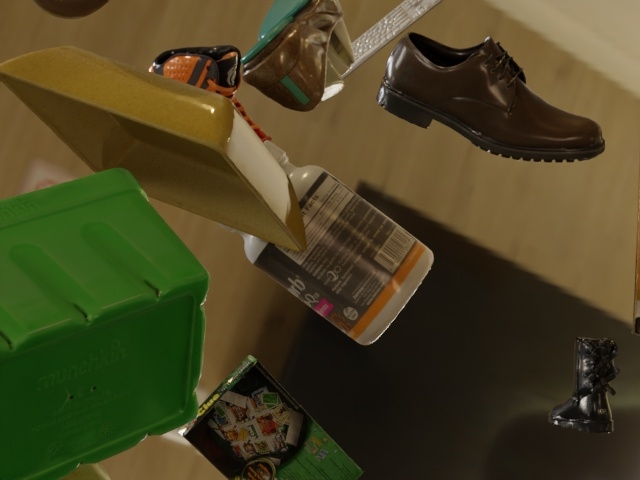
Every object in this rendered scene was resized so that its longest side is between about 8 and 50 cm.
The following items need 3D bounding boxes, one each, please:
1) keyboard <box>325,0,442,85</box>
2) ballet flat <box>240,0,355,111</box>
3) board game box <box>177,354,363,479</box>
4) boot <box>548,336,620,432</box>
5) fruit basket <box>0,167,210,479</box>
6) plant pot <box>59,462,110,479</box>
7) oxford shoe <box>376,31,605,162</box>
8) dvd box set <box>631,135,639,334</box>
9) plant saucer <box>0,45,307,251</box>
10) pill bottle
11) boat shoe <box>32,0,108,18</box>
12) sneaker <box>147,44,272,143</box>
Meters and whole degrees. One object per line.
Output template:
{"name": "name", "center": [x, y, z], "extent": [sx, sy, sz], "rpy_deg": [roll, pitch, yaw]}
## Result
{"name": "keyboard", "center": [0.099, -0.319, 2.406], "extent": [0.014, 0.256, 0.072], "rpy_deg": [48, 8, -26]}
{"name": "ballet flat", "center": [-0.015, -0.238, 1.956], "extent": [0.124, 0.116, 0.342], "rpy_deg": [47, 19, -13]}
{"name": "board game box", "center": [-0.061, 0.275, 2.052], "extent": [0.259, 0.136, 0.030], "rpy_deg": [50, -13, -34]}
{"name": "boot", "center": [0.282, 0.153, 1.698], "extent": [0.045, 0.099, 0.121], "rpy_deg": [0, -2, -16]}
{"name": "fruit basket", "center": [-0.335, 0.086, 1.497], "extent": [0.392, 0.283, 0.392], "rpy_deg": [6, 26, -3]}
{"name": "plant pot", "center": [-0.452, 0.345, 1.961], "extent": [0.275, 0.274, 0.293], "rpy_deg": [7, -18, 43]}
{"name": "oxford shoe", "center": [0.169, -0.139, 1.510], "extent": [0.227, 0.096, 0.083], "rpy_deg": [20, 28, 10]}
{"name": "dvd box set", "center": [0.539, -0.077, 1.918], "extent": [0.308, 0.420, 0.062], "rpy_deg": [3, -26, 11]}
{"name": "plant saucer", "center": [-0.186, -0.124, 1.932], "extent": [0.333, 0.081, 0.333], "rpy_deg": [20, -15, 24]}
{"name": "pill bottle", "center": [0.000, 0.000, 2.115], "extent": [0.278, 0.162, 0.162], "rpy_deg": [37, -13, 0]}
{"name": "boat shoe", "center": [-0.210, -0.372, 1.611], "extent": [0.122, 0.341, 0.110], "rpy_deg": [27, -14, -17]}
{"name": "sneaker", "center": [-0.131, -0.174, 2.298], "extent": [0.321, 0.180, 0.124], "rpy_deg": [29, 25, 14]}
